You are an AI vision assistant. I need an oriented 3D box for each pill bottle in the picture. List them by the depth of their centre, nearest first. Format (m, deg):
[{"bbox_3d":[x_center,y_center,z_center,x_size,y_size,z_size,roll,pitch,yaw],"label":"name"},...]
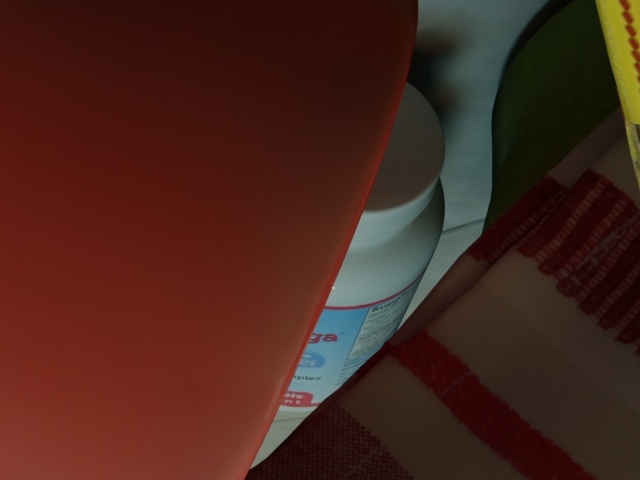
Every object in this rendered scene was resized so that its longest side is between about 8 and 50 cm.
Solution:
[{"bbox_3d":[0.000,0.000,0.735,0.087,0.087,0.160,3,151,-9],"label":"pill bottle"}]

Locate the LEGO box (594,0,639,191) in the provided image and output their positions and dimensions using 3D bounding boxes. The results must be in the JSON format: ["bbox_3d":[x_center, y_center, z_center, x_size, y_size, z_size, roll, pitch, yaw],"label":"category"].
[{"bbox_3d":[0.271,-0.175,0.309,0.500,0.193,0.372,-8,151,13],"label":"LEGO box"}]

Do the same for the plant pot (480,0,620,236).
[{"bbox_3d":[0.189,0.092,0.636,0.366,0.353,0.366,0,152,0],"label":"plant pot"}]

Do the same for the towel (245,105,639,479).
[{"bbox_3d":[0.146,0.031,0.474,0.329,0.237,0.037,-44,140,-14],"label":"towel"}]

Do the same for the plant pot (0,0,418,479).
[{"bbox_3d":[-0.140,-0.009,0.528,0.243,0.275,0.275,25,146,-9],"label":"plant pot"}]
